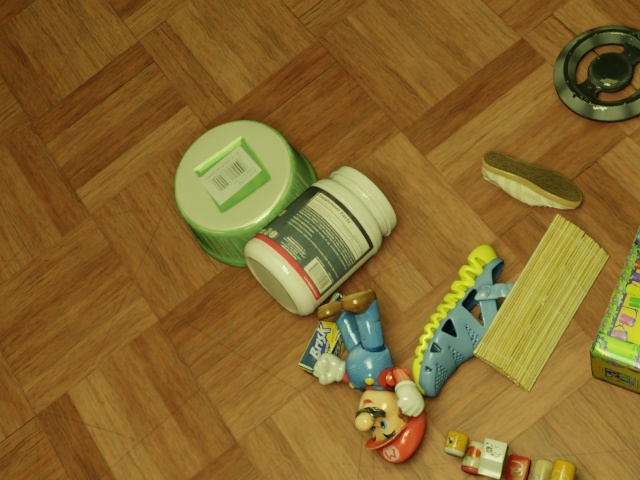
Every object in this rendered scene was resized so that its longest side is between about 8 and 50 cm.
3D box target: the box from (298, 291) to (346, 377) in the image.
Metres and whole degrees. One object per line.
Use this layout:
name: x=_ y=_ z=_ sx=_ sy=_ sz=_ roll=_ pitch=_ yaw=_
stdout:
box: x=0.022 y=0.193 z=1.953 sx=0.054 sy=0.059 sz=0.169 roll=20 pitch=74 yaw=27

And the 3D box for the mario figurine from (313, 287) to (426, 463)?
mario figurine: x=0.083 y=0.259 z=1.800 sx=0.170 sy=0.198 sz=0.321 roll=-21 pitch=83 yaw=-3

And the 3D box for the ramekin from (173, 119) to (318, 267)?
ramekin: x=-0.165 y=-0.108 z=2.089 sx=0.303 sy=0.148 sz=0.303 roll=-6 pitch=66 yaw=15

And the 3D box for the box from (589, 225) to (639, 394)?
box: x=0.658 y=0.139 z=1.714 sx=0.279 sy=0.177 sz=0.290 roll=20 pitch=74 yaw=24

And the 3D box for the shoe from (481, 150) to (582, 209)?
shoe: x=0.422 y=-0.112 z=1.969 sx=0.219 sy=0.058 sz=0.076 roll=28 pitch=47 yaw=21

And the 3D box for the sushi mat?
sushi mat: x=0.417 y=0.116 z=1.834 sx=0.316 sy=0.151 sz=0.019 roll=-57 pitch=20 yaw=-10

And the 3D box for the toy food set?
toy food set: x=0.326 y=0.422 z=1.731 sx=0.232 sy=0.111 sz=0.105 roll=12 pitch=71 yaw=19

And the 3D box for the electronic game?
electronic game: x=0.596 y=-0.344 z=2.012 sx=0.229 sy=0.048 sz=0.229 roll=-6 pitch=65 yaw=13

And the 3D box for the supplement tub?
supplement tub: x=0.000 y=0.000 z=1.955 sx=0.272 sy=0.191 sz=0.191 roll=-42 pitch=62 yaw=-16

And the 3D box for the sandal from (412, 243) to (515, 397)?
sandal: x=0.286 y=0.162 z=1.854 sx=0.138 sy=0.126 sz=0.317 roll=28 pitch=80 yaw=21
